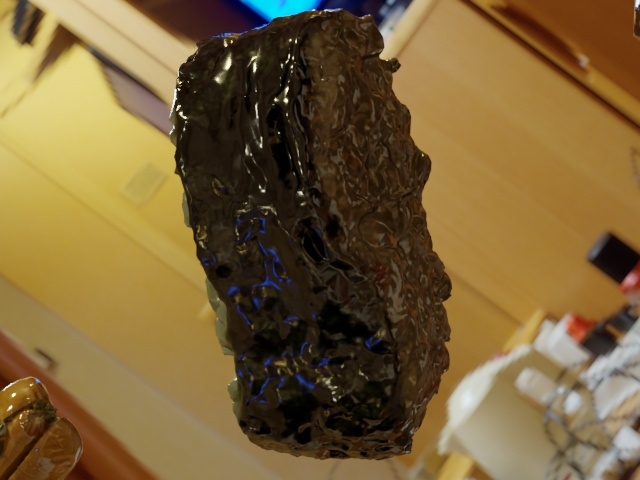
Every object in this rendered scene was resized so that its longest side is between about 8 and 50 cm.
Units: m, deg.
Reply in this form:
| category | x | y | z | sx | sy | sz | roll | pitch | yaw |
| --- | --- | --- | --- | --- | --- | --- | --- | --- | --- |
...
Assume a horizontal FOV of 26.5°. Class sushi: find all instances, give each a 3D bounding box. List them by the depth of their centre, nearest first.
| category | x | y | z | sx | sy | sz | roll | pitch | yaw |
| --- | --- | --- | --- | --- | --- | --- | --- | --- | --- |
| sushi | 0.000 | 0.000 | 1.058 | 0.171 | 0.350 | 0.211 | -9 | 10 | 13 |

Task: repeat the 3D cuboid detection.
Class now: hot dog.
| category | x | y | z | sx | sy | sz | roll | pitch | yaw |
| --- | --- | --- | --- | --- | --- | --- | --- | --- | --- |
| hot dog | -0.288 | 0.208 | 1.224 | 0.068 | 0.100 | 0.249 | -28 | -14 | -42 |

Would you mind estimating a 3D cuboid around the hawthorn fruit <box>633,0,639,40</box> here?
| category | x | y | z | sx | sy | sz | roll | pitch | yaw |
| --- | --- | --- | --- | --- | --- | --- | --- | --- | --- |
| hawthorn fruit | 0.403 | -0.227 | 1.163 | 0.230 | 0.210 | 0.266 | -7 | -10 | -37 |
